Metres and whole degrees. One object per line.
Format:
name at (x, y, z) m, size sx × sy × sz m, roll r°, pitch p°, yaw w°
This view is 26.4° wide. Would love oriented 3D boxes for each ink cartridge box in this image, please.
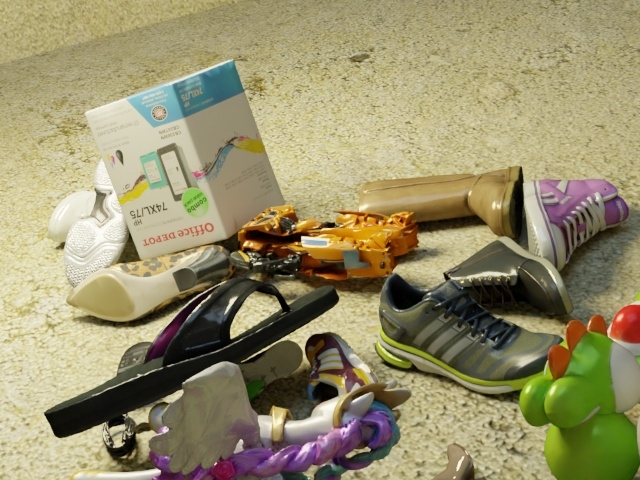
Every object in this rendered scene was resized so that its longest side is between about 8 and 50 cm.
ink cartridge box at (-0.225, -0.136, 2.303) m, size 0.198 × 0.270 × 0.197 m, roll -14°, pitch 11°, yaw 32°

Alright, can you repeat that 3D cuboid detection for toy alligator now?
toy alligator at (-0.155, 0.242, 1.833) m, size 0.189 × 0.056 × 0.051 m, roll -20°, pitch 67°, yaw -15°

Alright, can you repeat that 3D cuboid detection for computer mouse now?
computer mouse at (-0.263, 0.227, 1.931) m, size 0.071 × 0.041 × 0.242 m, roll -15°, pitch 31°, yaw 14°

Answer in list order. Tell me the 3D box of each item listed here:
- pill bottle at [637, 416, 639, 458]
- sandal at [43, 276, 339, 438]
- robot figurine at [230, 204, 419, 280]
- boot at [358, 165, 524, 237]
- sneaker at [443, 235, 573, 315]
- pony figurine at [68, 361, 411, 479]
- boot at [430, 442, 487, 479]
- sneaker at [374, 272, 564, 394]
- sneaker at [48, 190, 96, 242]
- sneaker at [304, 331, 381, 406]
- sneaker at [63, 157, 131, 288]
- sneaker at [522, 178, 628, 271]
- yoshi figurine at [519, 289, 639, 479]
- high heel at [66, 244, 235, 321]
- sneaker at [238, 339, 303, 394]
pill bottle at (0.546, 0.206, 1.384) m, size 0.407 × 0.229 × 0.229 m, roll -14°, pitch 26°, yaw -4°
sandal at (-0.167, 0.129, 1.830) m, size 0.445 × 0.107 × 0.167 m, roll -23°, pitch 2°, yaw -26°
robot figurine at (0.000, 0.000, 2.189) m, size 0.291 × 0.085 × 0.211 m, roll 4°, pitch 20°, yaw 21°
boot at (0.195, -0.052, 2.237) m, size 0.269 × 0.089 × 0.236 m, roll -5°, pitch 14°, yaw 13°
sneaker at (0.270, 0.074, 1.965) m, size 0.118 × 0.083 × 0.222 m, roll -27°, pitch 24°, yaw -11°
pony figurine at (-0.103, 0.263, 1.565) m, size 0.363 × 0.303 × 0.351 m, roll -15°, pitch 12°, yaw 31°
boot at (0.146, 0.289, 1.611) m, size 0.087 × 0.042 × 0.118 m, roll -21°, pitch 27°, yaw -12°
sneaker at (0.192, 0.121, 1.836) m, size 0.300 × 0.121 × 0.111 m, roll 8°, pitch 33°, yaw 36°
sneaker at (-0.402, -0.052, 2.514) m, size 0.094 × 0.080 × 0.212 m, roll 25°, pitch 42°, yaw 35°
sneaker at (0.009, 0.182, 1.855) m, size 0.084 × 0.069 × 0.185 m, roll -18°, pitch 25°, yaw -23°
sneaker at (-0.365, -0.015, 2.391) m, size 0.101 × 0.153 × 0.268 m, roll 12°, pitch 66°, yaw 9°
sneaker at (0.393, -0.034, 2.084) m, size 0.161 × 0.102 × 0.282 m, roll -4°, pitch 24°, yaw 9°
yoshi figurine at (0.369, 0.191, 1.624) m, size 0.362 × 0.203 × 0.203 m, roll -17°, pitch 63°, yaw -42°
high heel at (-0.270, 0.067, 2.231) m, size 0.261 × 0.093 × 0.186 m, roll -11°, pitch 6°, yaw 23°
sneaker at (-0.097, 0.193, 1.918) m, size 0.158 × 0.061 × 0.065 m, roll -23°, pitch -4°, yaw -8°
